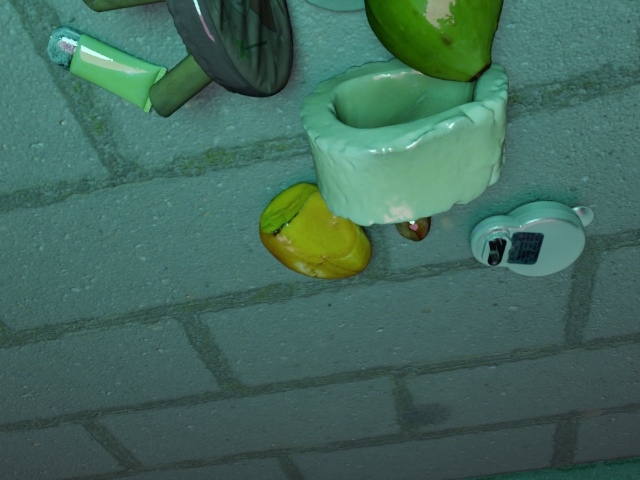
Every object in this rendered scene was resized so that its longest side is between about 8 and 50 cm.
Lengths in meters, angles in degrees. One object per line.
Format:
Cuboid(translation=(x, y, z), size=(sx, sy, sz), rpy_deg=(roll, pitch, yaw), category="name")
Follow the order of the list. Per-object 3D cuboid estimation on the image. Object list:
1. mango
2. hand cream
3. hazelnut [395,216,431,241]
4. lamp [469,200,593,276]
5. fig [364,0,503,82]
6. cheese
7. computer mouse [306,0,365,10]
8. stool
Cuboid(translation=(0.000, 0.000, 1.021), size=(0.187, 0.138, 0.257), rpy_deg=(-39, 127, 5), category="mango")
Cuboid(translation=(-0.361, -0.292, 0.817), size=(0.175, 0.045, 0.095), rpy_deg=(20, 126, -27), category="hand cream")
Cuboid(translation=(0.199, -0.042, 1.034), size=(0.086, 0.086, 0.086), rpy_deg=(-1, 130, -1), category="hazelnut")
Cuboid(translation=(0.444, -0.009, 1.046), size=(0.246, 0.107, 0.179), rpy_deg=(-2, 126, 1), category="lamp")
Cuboid(translation=(0.177, -0.335, 0.680), size=(0.203, 0.203, 0.225), rpy_deg=(-36, 91, 25), category="fig")
Cuboid(translation=(0.145, -0.172, 0.778), size=(0.333, 0.292, 0.153), rpy_deg=(-15, 129, 1), category="cheese")
Cuboid(translation=(0.039, -0.442, 0.689), size=(0.128, 0.079, 0.230), rpy_deg=(4, 145, -8), category="computer mouse")
Cuboid(translation=(-0.169, -0.320, 0.673), size=(0.179, 0.272, 0.272), rpy_deg=(-8, 132, 23), category="stool")
